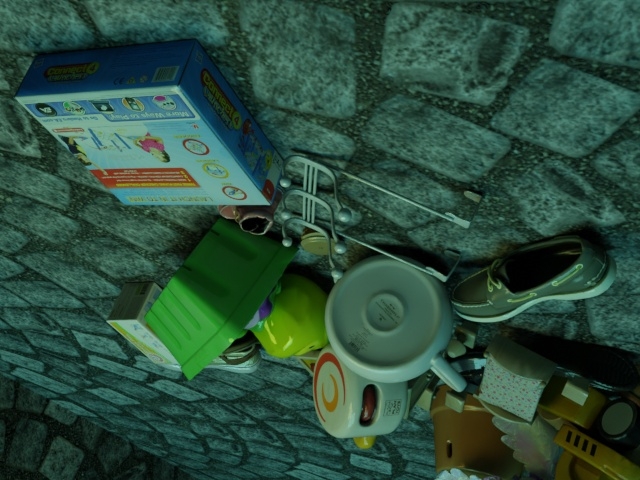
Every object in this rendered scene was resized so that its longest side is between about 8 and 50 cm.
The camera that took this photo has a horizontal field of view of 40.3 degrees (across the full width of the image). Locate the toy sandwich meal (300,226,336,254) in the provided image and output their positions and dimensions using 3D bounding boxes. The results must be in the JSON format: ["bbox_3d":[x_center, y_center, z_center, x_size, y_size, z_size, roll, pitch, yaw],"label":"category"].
[{"bbox_3d":[0.000,0.000,1.630,0.085,0.029,0.086,3,157,1],"label":"toy sandwich meal"}]

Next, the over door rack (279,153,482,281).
[{"bbox_3d":[0.087,-0.017,1.459,0.324,0.108,0.239,14,154,4],"label":"over door rack"}]

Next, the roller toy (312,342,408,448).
[{"bbox_3d":[0.084,0.298,1.751,0.146,0.209,0.191,1,150,-25],"label":"roller toy"}]

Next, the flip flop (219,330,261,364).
[{"bbox_3d":[-0.194,0.249,2.044,0.112,0.080,0.277,7,-179,13],"label":"flip flop"}]

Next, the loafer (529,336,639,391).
[{"bbox_3d":[0.536,0.253,1.783,0.220,0.080,0.078,18,159,17],"label":"loafer"}]

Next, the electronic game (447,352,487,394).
[{"bbox_3d":[0.392,0.307,1.987,0.229,0.048,0.229,7,152,4],"label":"electronic game"}]

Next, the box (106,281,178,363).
[{"bbox_3d":[-0.403,0.205,2.127,0.103,0.114,0.203,-4,141,33],"label":"box"}]

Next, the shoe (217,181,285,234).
[{"bbox_3d":[-0.134,-0.051,1.542,0.063,0.081,0.178,33,149,-30],"label":"shoe"}]

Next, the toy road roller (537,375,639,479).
[{"bbox_3d":[0.570,0.445,1.834,0.202,0.241,0.329,38,173,-25],"label":"toy road roller"}]

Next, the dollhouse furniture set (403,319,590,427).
[{"bbox_3d":[0.338,0.356,1.827,0.355,0.174,0.303,26,143,22],"label":"dollhouse furniture set"}]

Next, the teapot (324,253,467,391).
[{"bbox_3d":[0.139,0.158,1.640,0.252,0.256,0.187,-5,161,12],"label":"teapot"}]

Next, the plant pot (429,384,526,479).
[{"bbox_3d":[0.407,0.508,2.198,0.290,0.204,0.291,12,154,6],"label":"plant pot"}]

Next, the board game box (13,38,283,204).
[{"bbox_3d":[-0.258,-0.171,1.372,0.308,0.086,0.302,2,151,26],"label":"board game box"}]

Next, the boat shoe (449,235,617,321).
[{"bbox_3d":[0.339,0.061,1.477,0.305,0.109,0.091,-18,138,40],"label":"boat shoe"}]

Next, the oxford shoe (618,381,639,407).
[{"bbox_3d":[0.819,0.363,1.790,0.396,0.147,0.140,22,174,28],"label":"oxford shoe"}]

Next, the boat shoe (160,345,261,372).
[{"bbox_3d":[-0.303,0.278,2.280,0.302,0.109,0.094,3,137,6],"label":"boat shoe"}]

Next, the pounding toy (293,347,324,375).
[{"bbox_3d":[0.015,0.293,2.118,0.181,0.094,0.206,2,150,26],"label":"pounding toy"}]

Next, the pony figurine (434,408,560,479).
[{"bbox_3d":[0.467,0.570,1.936,0.351,0.303,0.363,38,-169,-2],"label":"pony figurine"}]

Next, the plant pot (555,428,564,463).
[{"bbox_3d":[0.707,0.562,2.108,0.195,0.290,0.290,-10,169,-33],"label":"plant pot"}]

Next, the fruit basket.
[{"bbox_3d":[-0.133,0.155,1.777,0.392,0.283,0.392,26,149,17],"label":"fruit basket"}]
